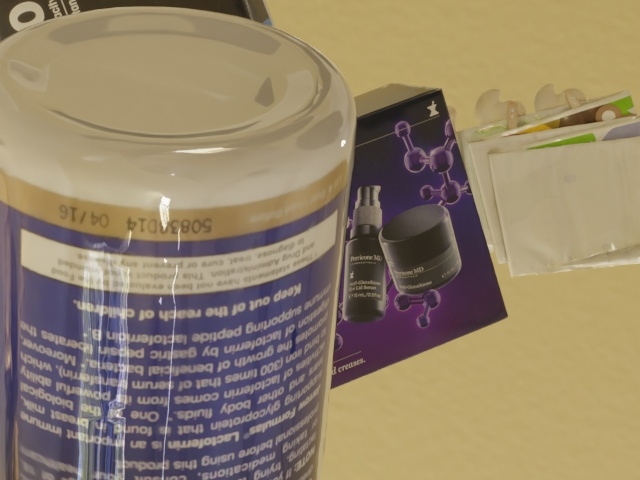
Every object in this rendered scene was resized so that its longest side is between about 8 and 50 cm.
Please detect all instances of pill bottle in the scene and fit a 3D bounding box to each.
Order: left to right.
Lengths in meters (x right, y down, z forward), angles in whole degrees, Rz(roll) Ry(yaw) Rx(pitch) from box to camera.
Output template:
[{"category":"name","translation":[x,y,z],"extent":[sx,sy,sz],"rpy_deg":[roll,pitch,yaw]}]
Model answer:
[{"category":"pill bottle","translation":[-0.070,0.050,0.767],"extent":[0.153,0.153,0.264],"rpy_deg":[-44,-35,-54]}]

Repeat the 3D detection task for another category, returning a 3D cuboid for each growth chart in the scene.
[{"category":"growth chart","translation":[0.221,-0.048,1.569],"extent":[0.021,0.237,0.171],"rpy_deg":[-49,-43,-82]}]

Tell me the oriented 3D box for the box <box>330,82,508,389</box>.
[{"category":"box","translation":[-0.019,0.013,1.342],"extent":[0.103,0.261,0.184],"rpy_deg":[14,124,71]}]

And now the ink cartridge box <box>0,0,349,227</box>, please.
[{"category":"ink cartridge box","translation":[-0.115,-0.069,1.082],"extent":[0.045,0.208,0.206],"rpy_deg":[-55,-55,-68]}]
